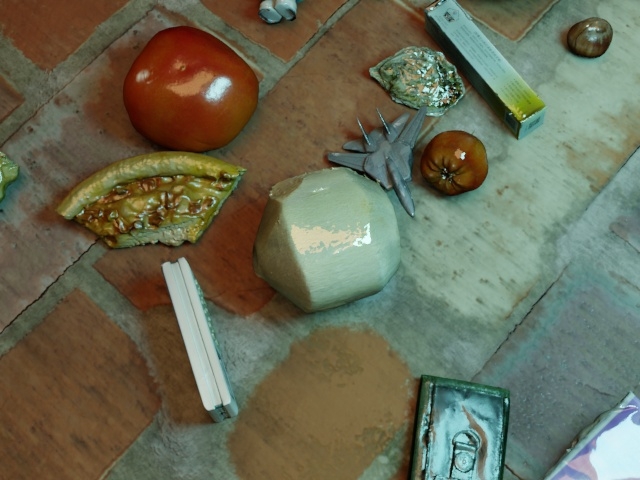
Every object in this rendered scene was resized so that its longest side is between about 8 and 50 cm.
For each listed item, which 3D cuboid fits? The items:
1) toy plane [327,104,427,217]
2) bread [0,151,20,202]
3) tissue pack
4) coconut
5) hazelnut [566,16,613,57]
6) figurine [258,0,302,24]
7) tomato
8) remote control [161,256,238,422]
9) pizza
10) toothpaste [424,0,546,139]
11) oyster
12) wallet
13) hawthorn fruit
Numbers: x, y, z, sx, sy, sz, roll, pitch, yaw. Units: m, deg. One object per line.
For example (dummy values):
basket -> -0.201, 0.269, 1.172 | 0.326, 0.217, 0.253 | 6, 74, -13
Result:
toy plane -> 0.137, -0.125, 1.690 | 0.212, 0.088, 0.267 | -27, 51, 8
bread -> -0.667, -0.047, 1.737 | 0.098, 0.087, 0.269 | 21, 71, 10
tissue pack -> 0.511, 0.440, 1.432 | 0.242, 0.160, 0.338 | -40, 71, -12
coconut -> 0.000, 0.000, 1.596 | 0.247, 0.245, 0.245 | -11, 68, -9
hazelnut -> 0.528, -0.396, 1.797 | 0.086, 0.086, 0.086 | -1, 69, 3
figurine -> -0.069, -0.566, 1.884 | 0.138, 0.110, 0.246 | -5, 73, 28
tomato -> -0.249, -0.287, 1.755 | 0.259, 0.180, 0.260 | -1, 71, 4
remote control -> -0.209, 0.173, 1.613 | 0.055, 0.103, 0.277 | -19, 69, -5
pizza -> -0.315, -0.074, 1.729 | 0.365, 0.074, 0.182 | -6, 74, 0
toothpaste -> 0.313, -0.338, 1.785 | 0.071, 0.089, 0.313 | -35, 71, -2
oyster -> 0.192, -0.316, 1.802 | 0.177, 0.064, 0.125 | 39, 91, 6
wallet -> 0.232, 0.348, 1.545 | 0.160, 0.055, 0.236 | 10, 69, 1
hawthorn fruit -> 0.249, -0.145, 1.705 | 0.125, 0.140, 0.125 | 2, 106, 8
